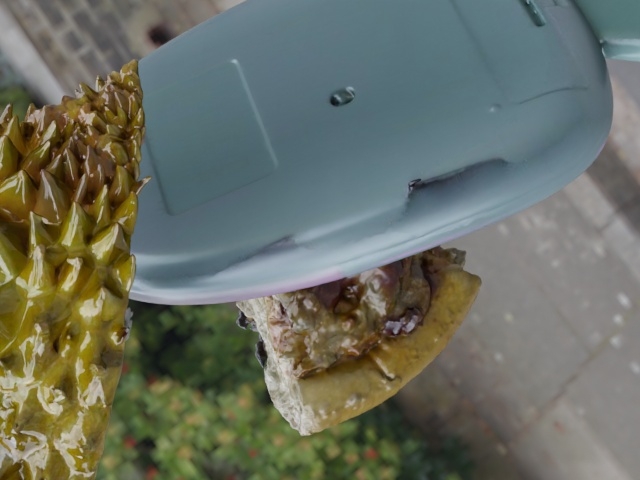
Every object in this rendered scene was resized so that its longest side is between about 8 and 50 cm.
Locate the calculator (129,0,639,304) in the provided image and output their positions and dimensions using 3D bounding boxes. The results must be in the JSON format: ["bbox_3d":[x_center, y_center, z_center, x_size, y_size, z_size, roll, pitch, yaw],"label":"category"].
[{"bbox_3d":[0.021,-0.063,0.760,0.185,0.298,0.041,-110,-1,-47],"label":"calculator"}]

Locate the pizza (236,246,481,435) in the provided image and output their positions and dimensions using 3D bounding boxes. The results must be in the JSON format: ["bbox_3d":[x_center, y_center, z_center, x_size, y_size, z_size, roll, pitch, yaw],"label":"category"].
[{"bbox_3d":[-0.001,0.001,1.000,0.194,0.154,0.069,53,163,-2],"label":"pizza"}]

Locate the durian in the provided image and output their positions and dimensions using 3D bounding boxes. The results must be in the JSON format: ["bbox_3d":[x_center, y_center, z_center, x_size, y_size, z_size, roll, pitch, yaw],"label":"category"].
[{"bbox_3d":[-0.114,0.044,0.634,0.182,0.132,0.165,-40,76,39],"label":"durian"}]
